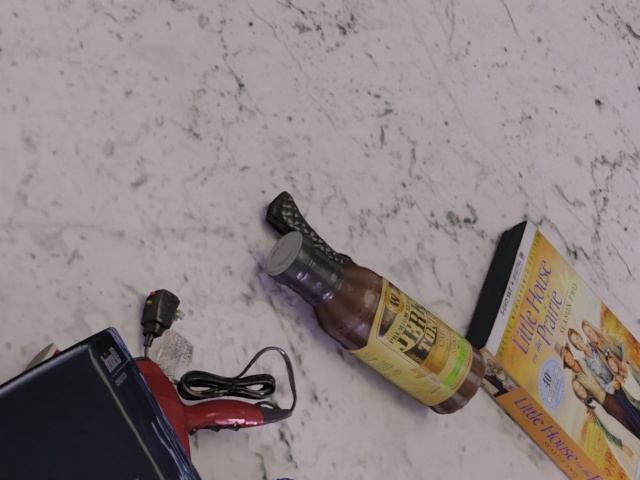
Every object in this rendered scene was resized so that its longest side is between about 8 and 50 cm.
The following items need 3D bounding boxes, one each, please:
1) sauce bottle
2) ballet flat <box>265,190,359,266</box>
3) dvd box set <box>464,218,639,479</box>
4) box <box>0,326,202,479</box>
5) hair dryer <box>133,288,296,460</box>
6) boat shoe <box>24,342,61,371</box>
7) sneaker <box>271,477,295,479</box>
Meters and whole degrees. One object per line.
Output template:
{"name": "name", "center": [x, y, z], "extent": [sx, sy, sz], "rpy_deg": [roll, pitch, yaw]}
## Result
{"name": "sauce bottle", "center": [0.072, 0.109, 2.163], "extent": [0.344, 0.111, 0.111], "rpy_deg": [36, 45, -29]}
{"name": "ballet flat", "center": [0.000, 0.000, 2.185], "extent": [0.173, 0.057, 0.049], "rpy_deg": [39, 79, -22]}
{"name": "dvd box set", "center": [0.396, 0.209, 2.503], "extent": [0.420, 0.062, 0.308], "rpy_deg": [47, 40, -18]}
{"name": "box", "center": [-0.202, 0.306, 1.550], "extent": [0.395, 0.212, 0.293], "rpy_deg": [60, -2, -2]}
{"name": "hair dryer", "center": [-0.138, 0.195, 1.864], "extent": [0.223, 0.080, 0.293], "rpy_deg": [29, 48, -9]}
{"name": "boat shoe", "center": [-0.309, 0.165, 1.754], "extent": [0.043, 0.049, 0.137], "rpy_deg": [52, 34, -15]}
{"name": "sneaker", "center": [-0.062, 0.322, 1.925], "extent": [0.211, 0.080, 0.081], "rpy_deg": [25, 24, -34]}
